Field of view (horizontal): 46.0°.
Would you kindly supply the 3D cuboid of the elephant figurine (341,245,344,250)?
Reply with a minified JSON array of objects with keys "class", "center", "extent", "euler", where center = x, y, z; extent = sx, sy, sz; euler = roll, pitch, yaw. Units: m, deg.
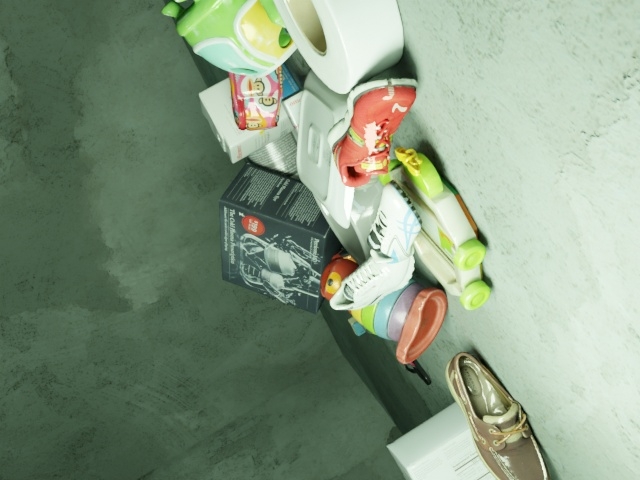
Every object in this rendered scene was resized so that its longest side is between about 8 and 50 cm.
[{"class":"elephant figurine","center":[0.000,0.000,2.415],"extent":[0.239,0.169,0.186],"euler":[35,140,58]}]

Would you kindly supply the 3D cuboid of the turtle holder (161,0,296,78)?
[{"class":"turtle holder","center":[-0.132,-0.454,1.468],"extent":[0.320,0.243,0.227],"euler":[-23,117,43]}]

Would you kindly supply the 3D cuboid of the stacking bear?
[{"class":"stacking bear","center":[0.125,0.131,1.714],"extent":[0.289,0.175,0.164],"euler":[25,-164,29]}]

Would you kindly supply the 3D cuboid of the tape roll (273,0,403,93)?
[{"class":"tape roll","center":[0.012,-0.377,1.168],"extent":[0.286,0.100,0.286],"euler":[58,172,13]}]

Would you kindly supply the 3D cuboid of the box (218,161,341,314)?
[{"class":"box","center":[-0.108,-0.002,2.143],"extent":[0.312,0.179,0.343],"euler":[18,139,12]}]

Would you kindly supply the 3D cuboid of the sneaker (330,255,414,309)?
[{"class":"sneaker","center":[0.106,0.078,1.541],"extent":[0.090,0.095,0.235],"euler":[63,142,24]}]

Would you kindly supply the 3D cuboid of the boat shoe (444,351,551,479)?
[{"class":"boat shoe","center":[0.378,0.388,1.603],"extent":[0.123,0.123,0.342],"euler":[79,166,-70]}]

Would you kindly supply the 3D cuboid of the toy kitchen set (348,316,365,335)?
[{"class":"toy kitchen set","center":[0.149,0.219,2.375],"extent":[0.207,0.122,0.166],"euler":[64,171,-30]}]

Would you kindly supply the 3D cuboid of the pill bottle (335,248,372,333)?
[{"class":"pill bottle","center":[0.131,0.132,2.145],"extent":[0.245,0.130,0.130],"euler":[62,172,-17]}]

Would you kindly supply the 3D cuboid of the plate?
[{"class":"plate","center":[0.006,-0.201,1.591],"extent":[0.278,0.045,0.277],"euler":[-129,39,-55]}]

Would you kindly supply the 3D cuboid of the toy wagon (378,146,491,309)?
[{"class":"toy wagon","center":[0.200,-0.041,1.334],"extent":[0.267,0.068,0.344],"euler":[53,169,40]}]

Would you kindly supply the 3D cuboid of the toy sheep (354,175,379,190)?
[{"class":"toy sheep","center":[0.084,-0.149,1.574],"extent":[0.091,0.091,0.132],"euler":[59,148,7]}]

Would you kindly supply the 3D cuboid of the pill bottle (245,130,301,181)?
[{"class":"pill bottle","center":[-0.124,-0.248,2.188],"extent":[0.318,0.176,0.176],"euler":[63,172,-19]}]

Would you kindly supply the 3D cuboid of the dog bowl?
[{"class":"dog bowl","center":[0.075,-0.087,1.816],"extent":[0.349,0.102,0.349],"euler":[59,173,12]}]

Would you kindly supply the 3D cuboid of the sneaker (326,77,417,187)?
[{"class":"sneaker","center":[0.091,-0.167,1.212],"extent":[0.279,0.107,0.118],"euler":[124,139,-67]}]

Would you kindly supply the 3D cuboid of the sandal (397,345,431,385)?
[{"class":"sandal","center":[0.293,0.402,2.435],"extent":[0.179,0.040,0.067],"euler":[53,169,42]}]

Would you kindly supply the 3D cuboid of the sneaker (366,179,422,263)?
[{"class":"sneaker","center":[0.124,-0.022,1.320],"extent":[0.085,0.086,0.237],"euler":[58,170,26]}]

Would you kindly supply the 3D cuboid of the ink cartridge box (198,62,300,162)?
[{"class":"ink cartridge box","center":[-0.175,-0.341,1.963],"extent":[0.168,0.233,0.171],"euler":[59,172,4]}]

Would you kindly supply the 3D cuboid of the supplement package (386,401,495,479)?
[{"class":"supplement package","center":[0.326,0.518,1.846],"extent":[0.145,0.262,0.204],"euler":[61,172,-4]}]

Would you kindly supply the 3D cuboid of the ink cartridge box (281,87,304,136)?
[{"class":"ink cartridge box","center":[-0.026,-0.290,1.745],"extent":[0.122,0.088,0.052],"euler":[64,174,-22]}]

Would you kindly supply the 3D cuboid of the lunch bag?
[{"class":"lunch bag","center":[-0.154,-0.403,1.753],"extent":[0.258,0.120,0.293],"euler":[-127,33,-82]}]
